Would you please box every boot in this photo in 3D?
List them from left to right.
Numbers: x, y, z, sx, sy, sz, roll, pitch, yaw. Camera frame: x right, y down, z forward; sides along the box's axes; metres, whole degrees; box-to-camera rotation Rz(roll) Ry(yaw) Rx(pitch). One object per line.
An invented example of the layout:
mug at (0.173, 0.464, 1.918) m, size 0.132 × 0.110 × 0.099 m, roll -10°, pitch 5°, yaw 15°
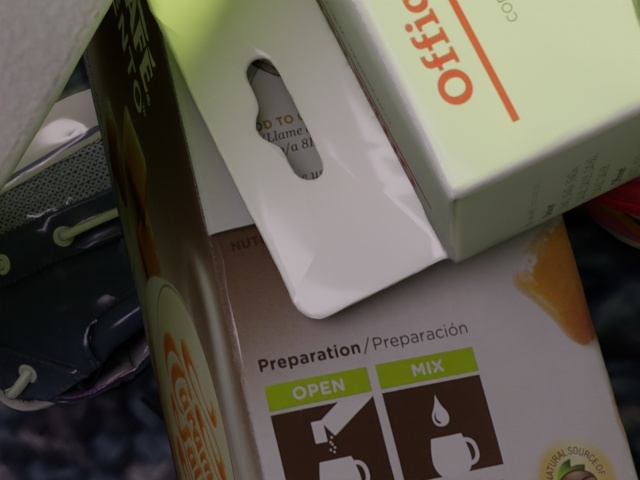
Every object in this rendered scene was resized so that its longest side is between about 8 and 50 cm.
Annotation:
boot at (-0.124, 0.030, 0.569) m, size 0.190 × 0.069 × 0.086 m, roll -33°, pitch 75°, yaw 11°

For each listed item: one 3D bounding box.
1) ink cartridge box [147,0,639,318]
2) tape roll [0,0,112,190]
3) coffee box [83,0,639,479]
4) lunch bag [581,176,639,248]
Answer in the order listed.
ink cartridge box at (0.054, -0.067, 0.377) m, size 0.180 × 0.060 × 0.104 m, roll -26°, pitch 76°, yaw -3°
tape roll at (-0.116, -0.140, 0.468) m, size 0.392 × 0.072 × 0.392 m, roll -43°, pitch 33°, yaw 38°
coffee box at (0.000, 0.000, 0.475) m, size 0.098 × 0.141 × 0.246 m, roll -10°, pitch 75°, yaw -16°
lunch bag at (0.165, -0.155, 0.474) m, size 0.258 × 0.120 × 0.293 m, roll -15°, pitch 77°, yaw 14°
